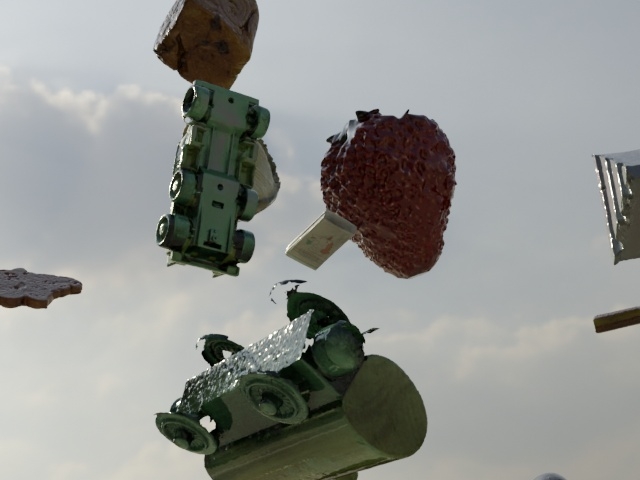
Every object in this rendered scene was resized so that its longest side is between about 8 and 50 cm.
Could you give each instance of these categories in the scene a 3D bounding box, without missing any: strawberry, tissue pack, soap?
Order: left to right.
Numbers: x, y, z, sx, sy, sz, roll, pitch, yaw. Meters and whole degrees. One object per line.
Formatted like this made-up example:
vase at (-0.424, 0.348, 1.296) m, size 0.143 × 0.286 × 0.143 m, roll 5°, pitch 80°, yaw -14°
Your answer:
tissue pack at (0.000, 0.000, 1.602) m, size 0.056 × 0.023 × 0.108 m, roll 29°, pitch -43°, yaw -19°
strawberry at (0.122, -0.087, 1.984) m, size 0.261 × 0.257 × 0.261 m, roll 9°, pitch -27°, yaw 5°
soap at (0.605, -0.142, 2.079) m, size 0.159 × 0.302 × 0.257 m, roll -6°, pitch -39°, yaw 5°

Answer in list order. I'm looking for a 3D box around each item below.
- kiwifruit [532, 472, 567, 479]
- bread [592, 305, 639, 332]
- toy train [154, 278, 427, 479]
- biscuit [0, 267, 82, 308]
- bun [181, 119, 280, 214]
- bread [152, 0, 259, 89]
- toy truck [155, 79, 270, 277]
kiwifruit at (0.384, 0.424, 1.849) m, size 0.075 × 0.075 × 0.124 m, roll -12°, pitch 6°, yaw 7°
bread at (0.582, 0.155, 2.187) m, size 0.094 × 0.035 × 0.090 m, roll -15°, pitch -6°, yaw 15°
toy train at (-0.027, 0.155, 1.076) m, size 0.189 × 0.126 × 0.307 m, roll 35°, pitch -37°, yaw -19°
biscuit at (-0.627, 0.101, 2.289) m, size 0.280 × 0.043 × 0.183 m, roll -3°, pitch 19°, yaw -24°
bun at (-0.206, -0.153, 2.338) m, size 0.152 × 0.259 × 0.259 m, roll -33°, pitch -31°, yaw 23°
bread at (-0.190, -0.353, 1.889) m, size 0.149 × 0.158 × 0.143 m, roll 27°, pitch -52°, yaw -23°
toy truck at (-0.162, -0.083, 1.538) m, size 0.128 × 0.259 × 0.135 m, roll 15°, pitch -15°, yaw -29°
